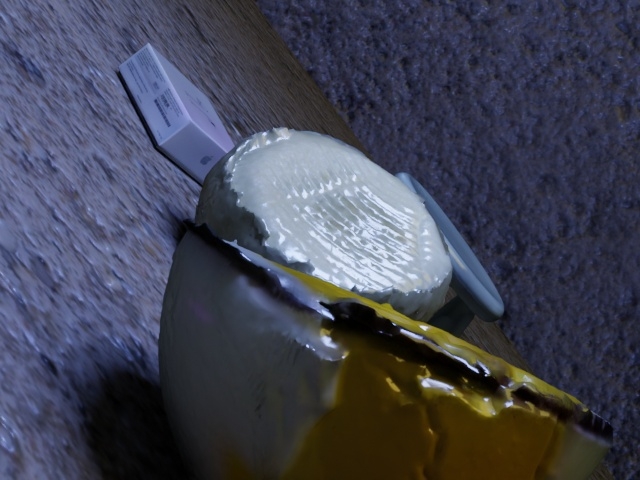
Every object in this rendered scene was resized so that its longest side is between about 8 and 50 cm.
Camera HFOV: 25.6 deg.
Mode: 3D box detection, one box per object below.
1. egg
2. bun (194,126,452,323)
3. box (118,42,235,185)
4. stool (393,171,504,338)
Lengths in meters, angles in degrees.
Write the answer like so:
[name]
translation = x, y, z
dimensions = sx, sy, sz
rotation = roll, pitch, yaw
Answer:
[egg]
translation = 0.014, 0.134, 0.951
dimensions = 0.337, 0.201, 0.337
rotation = 29, -1, 1
[bun]
translation = -0.011, 0.015, 1.361
dimensions = 0.259, 0.152, 0.259
rotation = 19, 37, -15
[box]
translation = -0.152, -0.133, 1.562
dimensions = 0.129, 0.051, 0.130
rotation = 41, 16, -54
[stool]
translation = 0.073, 0.055, 1.561
dimensions = 0.195, 0.198, 0.195
rotation = 49, 12, -23
